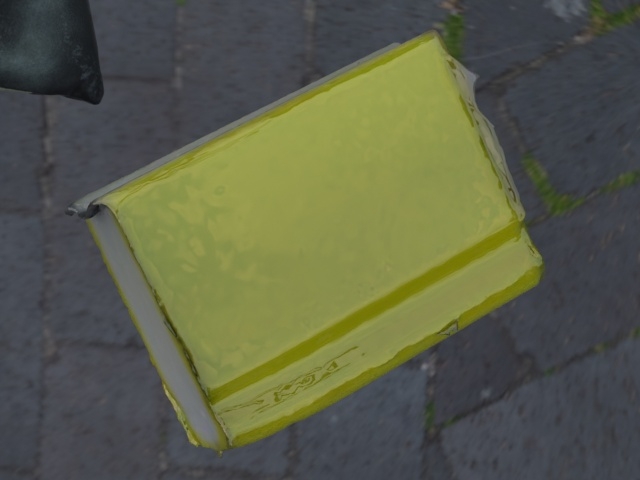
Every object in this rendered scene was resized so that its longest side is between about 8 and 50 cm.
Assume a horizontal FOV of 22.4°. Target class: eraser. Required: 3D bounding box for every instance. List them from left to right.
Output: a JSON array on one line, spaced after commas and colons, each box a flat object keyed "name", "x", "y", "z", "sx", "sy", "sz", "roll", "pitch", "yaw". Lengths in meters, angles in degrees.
[{"name": "eraser", "x": 0.000, "y": 0.000, "z": 0.875, "sx": 0.226, "sy": 0.069, "sz": 0.158, "roll": -29, "pitch": 96, "yaw": -19}]

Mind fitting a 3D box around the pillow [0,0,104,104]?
[{"name": "pillow", "x": -0.242, "y": -0.174, "z": 0.991, "sx": 0.106, "sy": 0.250, "sz": 0.186, "roll": -12, "pitch": 85, "yaw": 48}]
